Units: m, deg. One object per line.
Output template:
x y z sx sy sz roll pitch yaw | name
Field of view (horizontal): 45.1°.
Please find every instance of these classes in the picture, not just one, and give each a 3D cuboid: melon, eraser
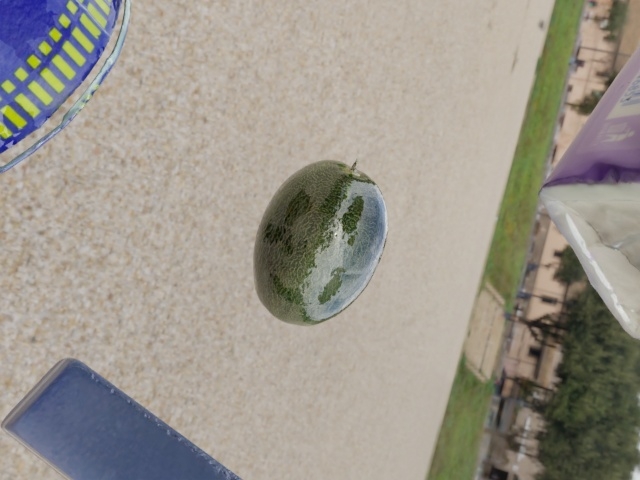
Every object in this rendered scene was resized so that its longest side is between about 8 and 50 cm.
0.000 0.000 0.690 0.167 0.114 0.114 -64 171 23 | melon
-0.163 0.185 0.650 0.082 0.225 0.036 -51 167 -30 | eraser

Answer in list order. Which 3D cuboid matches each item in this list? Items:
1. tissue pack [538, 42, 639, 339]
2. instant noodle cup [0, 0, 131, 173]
0.318 -0.096 0.416 0.338 0.242 0.160 -50 119 -21 | tissue pack
-0.315 -0.220 0.482 0.312 0.284 0.284 58 47 -59 | instant noodle cup
